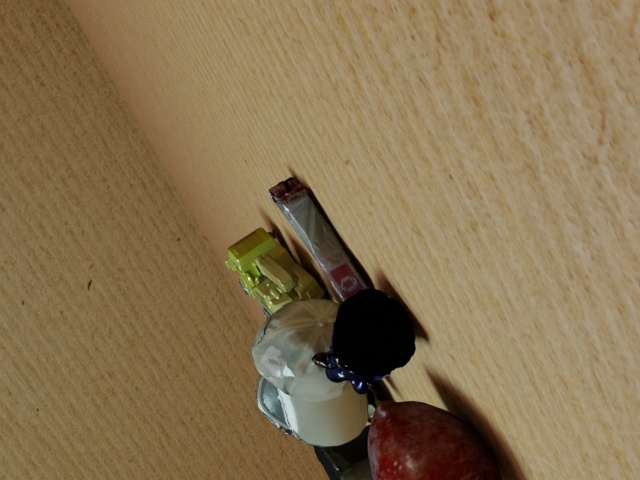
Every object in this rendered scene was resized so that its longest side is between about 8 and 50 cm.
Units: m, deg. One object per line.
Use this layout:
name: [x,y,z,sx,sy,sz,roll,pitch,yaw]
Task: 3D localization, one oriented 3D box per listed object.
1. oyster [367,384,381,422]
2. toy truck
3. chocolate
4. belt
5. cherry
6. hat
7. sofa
oyster: [0.066,0.300,1.797,0.260,0.092,0.198,15,137,60]
toy truck: [-0.093,0.072,1.744,0.272,0.124,0.157,43,162,52]
chocolate: [0.058,0.171,1.350,0.343,0.149,0.126,102,152,-73]
belt: [0.000,0.000,1.340,0.232,0.053,0.071,56,176,10]
cherry: [0.152,0.327,1.247,0.249,0.175,0.192,52,-176,36]
hat: [0.001,0.239,1.567,0.161,0.232,0.274,-4,104,68]
sofa: [0.106,0.453,1.803,0.258,0.200,0.181,175,75,-78]
